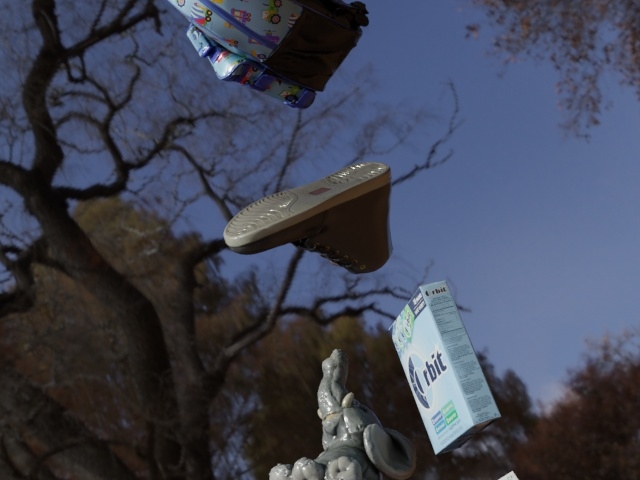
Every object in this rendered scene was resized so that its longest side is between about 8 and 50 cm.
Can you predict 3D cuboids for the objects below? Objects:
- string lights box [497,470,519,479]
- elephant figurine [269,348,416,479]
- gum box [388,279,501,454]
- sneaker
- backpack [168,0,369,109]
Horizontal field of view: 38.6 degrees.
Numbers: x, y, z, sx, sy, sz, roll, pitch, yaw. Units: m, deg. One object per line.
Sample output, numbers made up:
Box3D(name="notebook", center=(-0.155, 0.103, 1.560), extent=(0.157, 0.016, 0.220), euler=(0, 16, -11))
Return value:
Box3D(name="string lights box", center=(0.310, 0.484, 1.498), extent=(0.133, 0.077, 0.260), euler=(-33, -40, 3))
Box3D(name="elephant figurine", center=(0.047, 0.298, 1.266), extent=(0.239, 0.169, 0.186), euler=(-46, -40, -53))
Box3D(name="gum box", center=(0.155, 0.167, 1.180), extent=(0.041, 0.184, 0.157), euler=(-12, -22, -17))
Box3D(name="sneaker", center=(0.000, 0.000, 1.031), extent=(0.222, 0.083, 0.118), euler=(-23, -65, -29))
Box3D(name="backpack", center=(-0.069, -0.210, 0.802), extent=(0.173, 0.158, 0.117), euler=(14, -59, -41))
